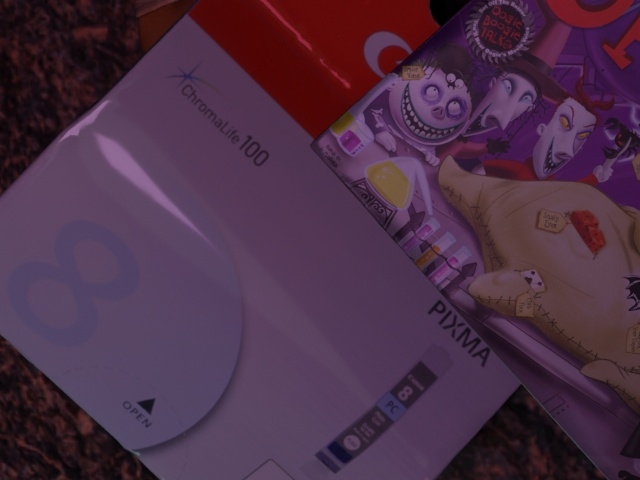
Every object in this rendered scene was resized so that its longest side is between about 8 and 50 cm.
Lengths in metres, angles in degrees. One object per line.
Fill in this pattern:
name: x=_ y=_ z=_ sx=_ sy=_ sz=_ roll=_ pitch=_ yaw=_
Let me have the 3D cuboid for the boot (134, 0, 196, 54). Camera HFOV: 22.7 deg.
boot: x=-0.026 y=-0.129 z=0.985 sx=0.197 sy=0.073 sz=0.152 roll=-4 pitch=103 yaw=37

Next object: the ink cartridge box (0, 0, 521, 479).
ink cartridge box: x=0.000 y=0.000 z=0.950 sx=0.308 sy=0.091 sz=0.385 roll=44 pitch=120 yaw=-8

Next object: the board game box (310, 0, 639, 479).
board game box: x=0.184 y=0.007 z=0.871 sx=0.208 sy=0.056 sz=0.347 roll=-42 pitch=92 yaw=10
